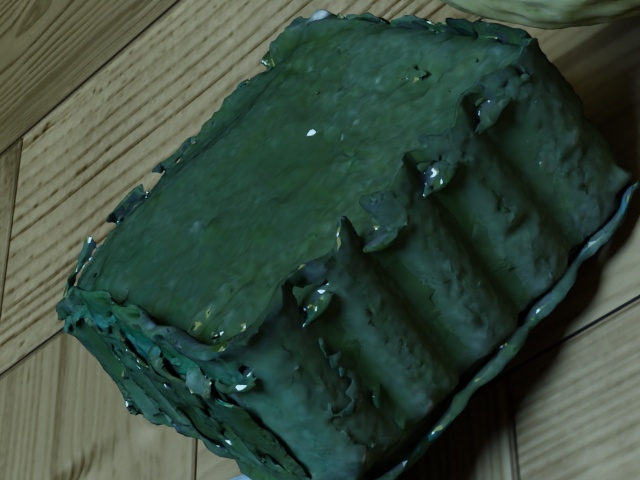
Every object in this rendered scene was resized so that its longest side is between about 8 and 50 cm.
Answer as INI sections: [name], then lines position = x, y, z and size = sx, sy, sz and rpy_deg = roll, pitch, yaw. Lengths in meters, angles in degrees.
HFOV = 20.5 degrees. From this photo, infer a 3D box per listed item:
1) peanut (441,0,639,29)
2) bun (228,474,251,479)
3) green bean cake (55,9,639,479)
[peanut]
position = 0.169, -0.190, 0.790
size = 0.340, 0.158, 0.174
rpy_deg = -19, 47, 14
[bun]
position = -0.021, 0.176, 0.876
size = 0.141, 0.083, 0.141
rpy_deg = -16, 29, 9
[green bean cake]
position = 0.000, 0.000, 0.913
size = 0.241, 0.132, 0.255
rpy_deg = -50, 28, -16
